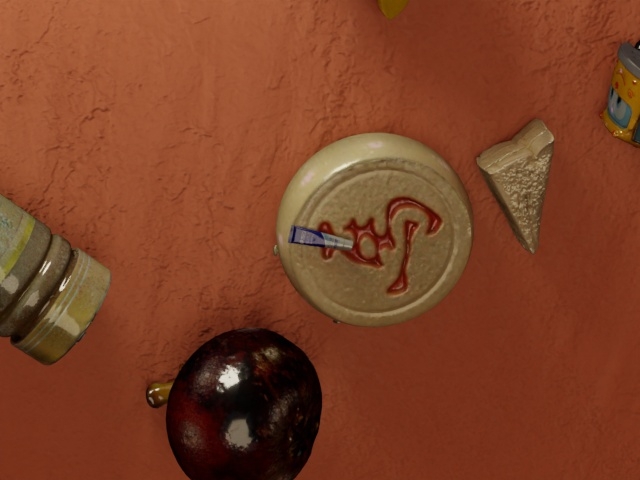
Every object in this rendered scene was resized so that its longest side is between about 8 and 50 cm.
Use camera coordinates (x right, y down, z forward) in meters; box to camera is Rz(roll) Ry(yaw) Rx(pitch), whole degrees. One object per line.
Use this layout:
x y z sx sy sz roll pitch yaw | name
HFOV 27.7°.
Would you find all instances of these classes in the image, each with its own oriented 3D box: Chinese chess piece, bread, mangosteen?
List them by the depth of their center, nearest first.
0.073 -0.012 1.743 0.273 0.102 0.273 -3 114 -8 | Chinese chess piece
0.290 -0.072 1.768 0.105 0.077 0.152 -30 116 5 | bread
-0.129 0.228 1.776 0.261 0.235 0.235 14 118 31 | mangosteen

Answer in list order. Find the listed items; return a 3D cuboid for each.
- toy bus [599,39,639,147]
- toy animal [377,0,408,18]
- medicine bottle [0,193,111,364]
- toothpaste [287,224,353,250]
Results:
0.480 -0.178 1.732 0.209 0.126 0.136 11 119 -14 | toy bus
0.055 -0.378 1.569 0.230 0.156 0.156 28 106 -30 | toy animal
-0.436 0.011 1.638 0.322 0.151 0.151 37 103 -22 | medicine bottle
0.000 0.000 1.673 0.083 0.015 0.024 12 101 -9 | toothpaste
